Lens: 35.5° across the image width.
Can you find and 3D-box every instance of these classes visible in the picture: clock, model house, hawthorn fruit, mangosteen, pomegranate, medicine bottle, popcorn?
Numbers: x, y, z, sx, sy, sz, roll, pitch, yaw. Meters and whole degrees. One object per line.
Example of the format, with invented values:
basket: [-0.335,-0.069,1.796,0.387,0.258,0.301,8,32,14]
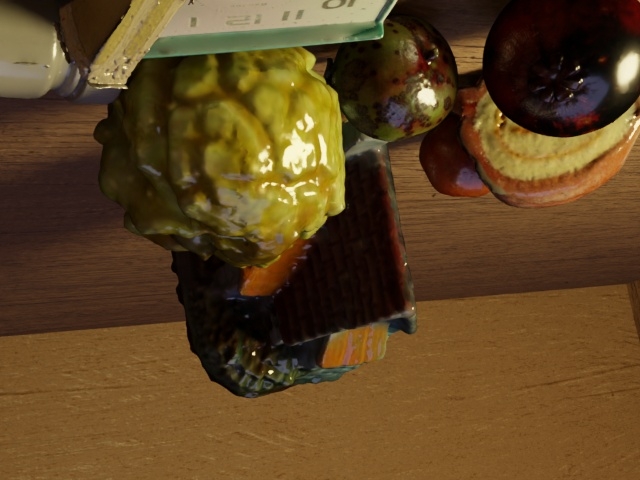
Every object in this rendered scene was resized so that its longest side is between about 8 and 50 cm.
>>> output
clock: [-0.058,-0.238,0.805,0.263,0.116,0.231,-6,172,-9]
model house: [0.000,0.000,1.314,0.298,0.360,0.339,0,164,-28]
hawthorn fruit: [0.204,-0.122,1.440,0.125,0.125,0.140,-10,179,4]
mangosteen: [0.270,-0.202,1.081,0.200,0.199,0.200,-9,167,-2]
pomegranate: [0.064,-0.179,1.098,0.169,0.148,0.148,3,176,34]
medicine bottle: [-0.269,-0.179,0.905,0.168,0.105,0.105,-1,165,-33]
popcorn: [-0.101,-0.099,1.027,0.282,0.246,0.282,2,172,0]

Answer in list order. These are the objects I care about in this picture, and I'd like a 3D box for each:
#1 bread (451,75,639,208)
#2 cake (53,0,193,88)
bread: [0.309,-0.143,1.305,0.244,0.190,0.123,-16,179,15]
cake: [-0.134,-0.170,0.709,0.052,0.065,0.121,1,146,-50]
